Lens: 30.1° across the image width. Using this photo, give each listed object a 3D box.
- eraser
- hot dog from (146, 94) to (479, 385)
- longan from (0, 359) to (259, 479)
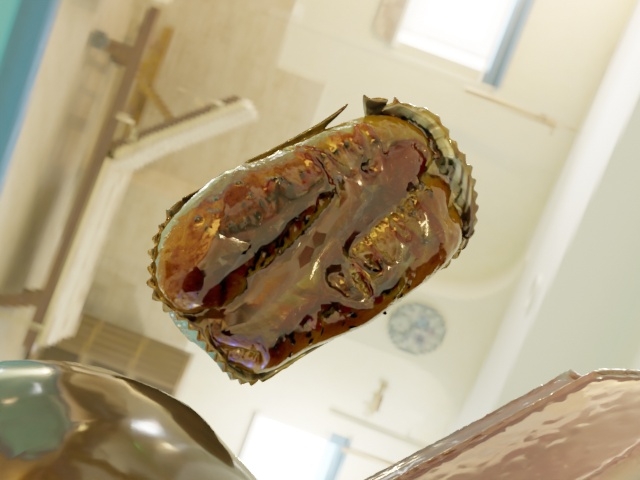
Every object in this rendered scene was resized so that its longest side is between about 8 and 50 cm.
[{"bbox_3d":[0.148,0.223,0.939,0.359,0.122,0.272,-24,-177,-23],"label":"eraser"},{"bbox_3d":[0.000,0.000,0.908,0.270,0.162,0.082,-31,-164,-17],"label":"hot dog"},{"bbox_3d":[-0.150,0.199,0.562,0.297,0.297,0.297,20,90,-90],"label":"longan"}]
